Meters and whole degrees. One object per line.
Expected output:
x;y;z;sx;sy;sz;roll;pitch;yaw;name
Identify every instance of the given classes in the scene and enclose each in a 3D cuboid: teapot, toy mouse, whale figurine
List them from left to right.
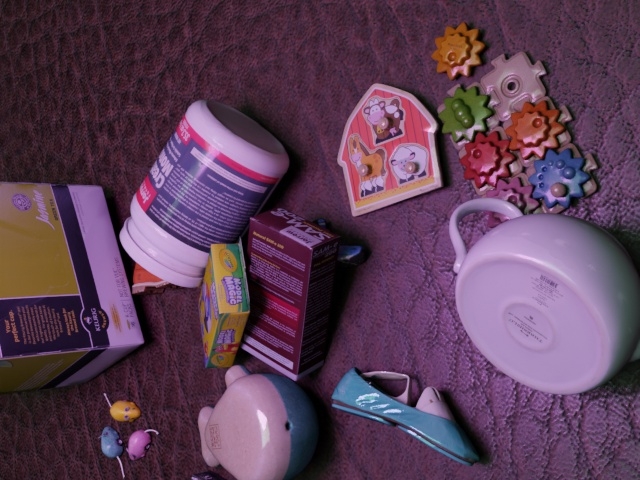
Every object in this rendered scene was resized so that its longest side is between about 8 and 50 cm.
-0.366;0.371;1.659;0.161;0.031;0.143;9;90;34;toy mouse
-0.103;0.307;1.452;0.272;0.141;0.216;-27;70;55;whale figurine
0.308;0.057;1.155;0.252;0.187;0.256;-13;112;50;teapot

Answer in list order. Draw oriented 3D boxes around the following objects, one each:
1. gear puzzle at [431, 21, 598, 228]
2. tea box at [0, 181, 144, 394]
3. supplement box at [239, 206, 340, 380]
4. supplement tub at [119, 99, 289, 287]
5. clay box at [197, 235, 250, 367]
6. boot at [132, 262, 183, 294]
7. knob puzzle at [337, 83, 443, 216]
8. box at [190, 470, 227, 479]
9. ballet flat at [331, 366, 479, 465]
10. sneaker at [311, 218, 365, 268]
0.255;-0.180;1.290;0.175;0.044;0.339;-32;69;27;gear puzzle
-0.540;0.087;1.611;0.220;0.323;0.329;-34;67;38;tea box
-0.051;0.083;1.404;0.130;0.073;0.239;27;124;32;supplement box
-0.195;-0.078;1.493;0.191;0.191;0.272;45;109;28;supplement tub
-0.157;0.101;1.445;0.222;0.053;0.127;110;154;-54;clay box
-0.281;0.049;1.620;0.158;0.059;0.084;-9;76;34;boot
0.097;-0.152;1.391;0.213;0.030;0.213;-3;86;40;knob puzzle
-0.192;0.444;1.524;0.062;0.052;0.083;21;96;32;box
0.129;0.245;1.316;0.247;0.083;0.087;18;81;32;ballet flat
0.000;0.000;1.434;0.162;0.063;0.073;12;85;31;sneaker
